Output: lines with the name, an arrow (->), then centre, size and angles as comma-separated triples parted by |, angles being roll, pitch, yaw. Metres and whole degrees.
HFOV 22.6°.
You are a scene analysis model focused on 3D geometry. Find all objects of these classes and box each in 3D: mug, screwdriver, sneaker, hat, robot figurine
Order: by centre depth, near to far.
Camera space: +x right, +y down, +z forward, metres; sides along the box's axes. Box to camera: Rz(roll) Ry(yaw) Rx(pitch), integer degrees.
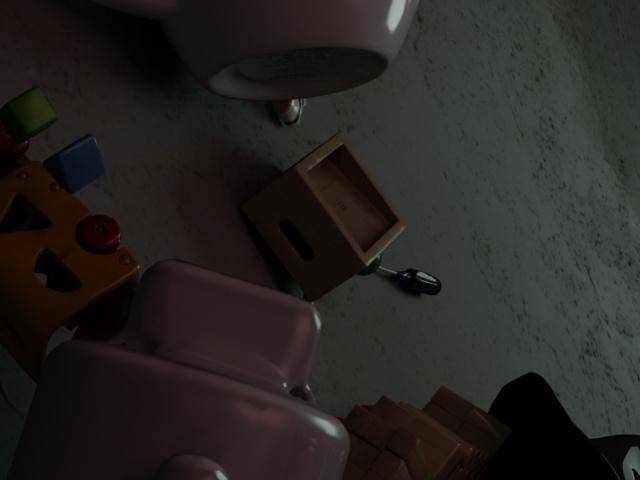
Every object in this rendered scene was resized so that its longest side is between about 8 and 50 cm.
robot figurine -> -0.104, 0.194, 0.993 | 0.300, 0.200, 0.353 | 121, -14, -82
mug -> -0.082, -0.299, 1.377 | 0.374, 0.276, 0.328 | -2, 79, -27
hat -> 0.283, 0.274, 1.522 | 0.134, 0.331, 0.331 | -14, 81, -16
sneaker -> -0.028, -0.145, 1.563 | 0.037, 0.032, 0.083 | 60, 33, -42
screwdriver -> 0.066, 0.034, 1.612 | 0.170, 0.024, 0.025 | 12, 90, -48

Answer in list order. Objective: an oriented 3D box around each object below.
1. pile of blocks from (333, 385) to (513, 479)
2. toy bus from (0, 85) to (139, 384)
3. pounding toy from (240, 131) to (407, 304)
pile of blocks -> 0.058, 0.206, 1.428 | 0.113, 0.149, 0.362 | 32, 8, 23
toy bus -> -0.213, 0.004, 1.086 | 0.104, 0.202, 0.191 | -35, 111, -28
pounding toy -> 0.000, 0.000, 1.466 | 0.141, 0.100, 0.130 | 54, 31, -3
